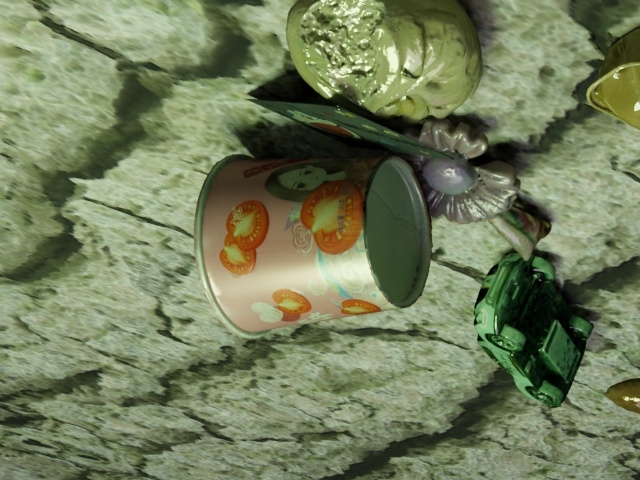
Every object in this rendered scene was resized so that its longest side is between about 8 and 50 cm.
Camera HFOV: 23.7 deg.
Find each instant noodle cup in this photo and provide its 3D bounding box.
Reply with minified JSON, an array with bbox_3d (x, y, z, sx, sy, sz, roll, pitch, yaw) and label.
[{"bbox_3d":[0.000,0.000,1.919,0.231,0.243,0.243,-4,149,29],"label":"instant noodle cup"}]

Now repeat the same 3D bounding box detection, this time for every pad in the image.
[{"bbox_3d":[0.029,-0.135,1.814,0.170,0.006,0.245,23,176,-29],"label":"pad"}]

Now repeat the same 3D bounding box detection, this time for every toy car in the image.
[{"bbox_3d":[0.293,0.127,2.221,0.125,0.136,0.306,12,157,37],"label":"toy car"}]

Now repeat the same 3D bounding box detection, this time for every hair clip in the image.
[{"bbox_3d":[0.206,-0.055,1.975,0.173,0.069,0.300,-16,143,38],"label":"hair clip"}]

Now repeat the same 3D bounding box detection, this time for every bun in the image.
[{"bbox_3d":[0.073,-0.200,1.699,0.237,0.116,0.210,17,150,-22],"label":"bun"}]

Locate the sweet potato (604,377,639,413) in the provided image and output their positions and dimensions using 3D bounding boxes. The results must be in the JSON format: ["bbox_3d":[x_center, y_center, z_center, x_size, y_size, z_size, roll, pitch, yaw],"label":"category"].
[{"bbox_3d":[0.610,0.271,2.336,0.341,0.092,0.114,14,167,-6],"label":"sweet potato"}]

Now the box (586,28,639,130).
[{"bbox_3d":[0.386,-0.163,1.713,0.177,0.111,0.111,22,147,-24],"label":"box"}]
